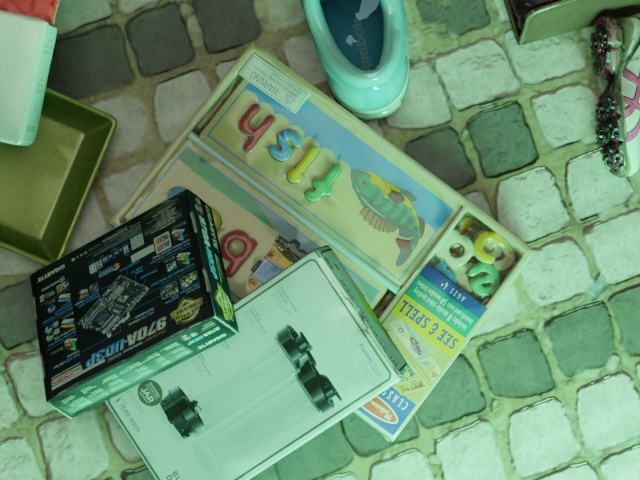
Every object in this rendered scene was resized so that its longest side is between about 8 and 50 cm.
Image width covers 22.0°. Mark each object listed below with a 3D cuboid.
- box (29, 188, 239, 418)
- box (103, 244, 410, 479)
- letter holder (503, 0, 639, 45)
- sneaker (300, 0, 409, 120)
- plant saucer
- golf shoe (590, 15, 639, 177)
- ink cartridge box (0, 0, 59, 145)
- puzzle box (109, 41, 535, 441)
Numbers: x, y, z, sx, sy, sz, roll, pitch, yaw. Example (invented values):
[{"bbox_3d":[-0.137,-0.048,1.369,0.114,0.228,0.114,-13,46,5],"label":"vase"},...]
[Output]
[{"bbox_3d":[-0.205,0.067,1.773,0.220,0.051,0.175,-28,52,16],"label":"box"},{"bbox_3d":[-0.068,0.153,1.779,0.290,0.087,0.169,-35,86,11],"label":"box"},{"bbox_3d":[0.353,-0.353,1.833,0.301,0.214,0.152,-15,81,-2],"label":"letter holder"},{"bbox_3d":[0.027,-0.325,1.865,0.135,0.150,0.366,-19,81,-3],"label":"sneaker"},{"bbox_3d":[-0.352,-0.088,1.863,0.188,0.045,0.188,24,81,-16],"label":"plant saucer"},{"bbox_3d":[0.358,-0.164,1.876,0.086,0.067,0.186,0,87,-13],"label":"golf shoe"},{"bbox_3d":[-0.431,-0.259,1.771,0.296,0.066,0.261,12,93,2],"label":"ink cartridge box"},{"bbox_3d":[0.000,0.000,1.863,0.409,0.052,0.272,36,84,6],"label":"puzzle box"}]
